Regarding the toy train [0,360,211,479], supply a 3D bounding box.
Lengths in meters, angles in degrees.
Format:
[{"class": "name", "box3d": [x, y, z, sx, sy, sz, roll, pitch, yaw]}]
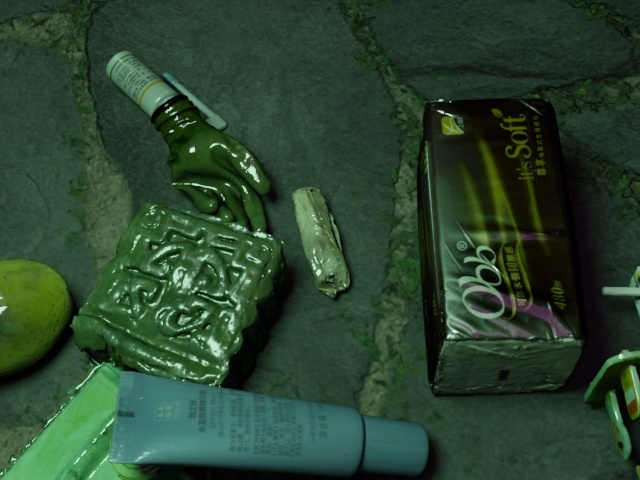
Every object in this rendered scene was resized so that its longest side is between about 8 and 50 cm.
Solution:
[{"class": "toy train", "box3d": [-0.272, 0.299, 1.024, 0.188, 0.159, 0.272, 28, 68, 31]}]

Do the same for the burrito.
[{"class": "burrito", "box3d": [0.001, 0.000, 1.210, 0.058, 0.045, 0.188, -27, 61, 21]}]

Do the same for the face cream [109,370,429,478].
[{"class": "face cream", "box3d": [-0.056, 0.235, 0.989, 0.385, 0.086, 0.135, 10, 36, -15]}]

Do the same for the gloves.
[{"class": "gloves", "box3d": [-0.165, -0.108, 1.252, 0.135, 0.107, 0.268, -36, 71, 7]}]

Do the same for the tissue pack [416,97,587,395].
[{"class": "tissue pack", "box3d": [0.234, 0.013, 1.086, 0.198, 0.210, 0.370, 0, 60, 1]}]

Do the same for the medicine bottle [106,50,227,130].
[{"class": "medicine bottle", "box3d": [-0.259, -0.240, 1.368, 0.220, 0.061, 0.092, 42, 53, 19]}]

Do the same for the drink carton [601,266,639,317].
[{"class": "drink carton", "box3d": [0.475, 0.071, 1.093, 0.200, 0.074, 0.084, -8, 60, 4]}]

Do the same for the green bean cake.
[{"class": "green bean cake", "box3d": [-0.191, 0.091, 1.141, 0.241, 0.132, 0.255, 21, 66, 13]}]

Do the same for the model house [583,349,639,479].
[{"class": "model house", "box3d": [0.489, 0.247, 0.850, 0.300, 0.340, 0.324, -10, 65, 3]}]

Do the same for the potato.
[{"class": "potato", "box3d": [-0.475, 0.118, 1.154, 0.248, 0.143, 0.169, -24, 99, -11]}]
